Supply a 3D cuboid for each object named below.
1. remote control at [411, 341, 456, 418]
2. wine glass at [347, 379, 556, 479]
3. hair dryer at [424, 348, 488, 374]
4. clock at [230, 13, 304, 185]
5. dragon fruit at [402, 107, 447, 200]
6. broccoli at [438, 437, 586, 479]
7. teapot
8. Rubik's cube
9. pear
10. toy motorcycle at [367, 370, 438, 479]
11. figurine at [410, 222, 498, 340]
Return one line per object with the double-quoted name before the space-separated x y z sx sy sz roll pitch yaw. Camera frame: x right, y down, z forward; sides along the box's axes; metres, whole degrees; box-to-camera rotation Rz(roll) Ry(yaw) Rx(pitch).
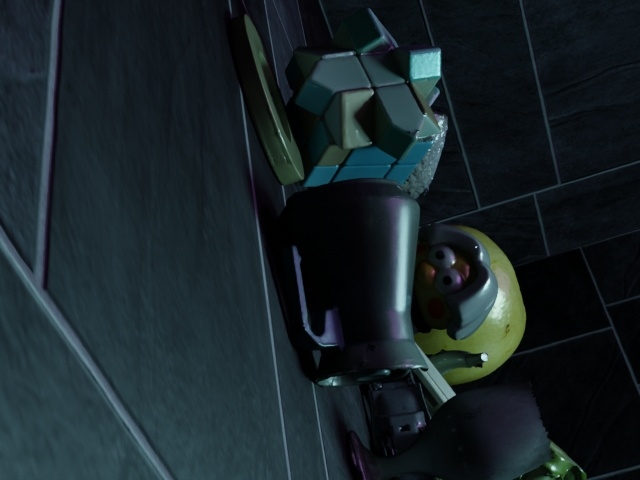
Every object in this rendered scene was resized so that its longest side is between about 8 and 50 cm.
"remote control" 0.134 0.187 1.896 0.230 0.049 0.090 53 -31 11
"wine glass" 0.162 0.258 1.514 0.126 0.241 0.126 -16 90 -86
"hair dryer" 0.135 0.163 1.954 0.219 0.225 0.088 48 46 6
"clock" -0.073 -0.188 1.635 0.235 0.029 0.234 -18 90 -85
"dragon fruit" 0.108 -0.203 2.534 0.283 0.204 0.221 -141 -123 -60
"broccoli" 0.276 0.428 1.923 0.321 0.283 0.304 43 10 21
"teapot" 0.034 0.051 1.408 0.203 0.171 0.225 8 69 -48
"Rubik's cube" 0.075 -0.200 1.777 0.213 0.265 0.224 -56 -135 51
"pear" 0.231 0.125 2.288 0.309 0.309 0.309 -17 90 -84
"toy motorcycle" 0.119 0.278 1.803 0.157 0.091 0.263 78 2 -55
"figurine" 0.110 0.061 1.589 0.133 0.236 0.176 55 21 -69
